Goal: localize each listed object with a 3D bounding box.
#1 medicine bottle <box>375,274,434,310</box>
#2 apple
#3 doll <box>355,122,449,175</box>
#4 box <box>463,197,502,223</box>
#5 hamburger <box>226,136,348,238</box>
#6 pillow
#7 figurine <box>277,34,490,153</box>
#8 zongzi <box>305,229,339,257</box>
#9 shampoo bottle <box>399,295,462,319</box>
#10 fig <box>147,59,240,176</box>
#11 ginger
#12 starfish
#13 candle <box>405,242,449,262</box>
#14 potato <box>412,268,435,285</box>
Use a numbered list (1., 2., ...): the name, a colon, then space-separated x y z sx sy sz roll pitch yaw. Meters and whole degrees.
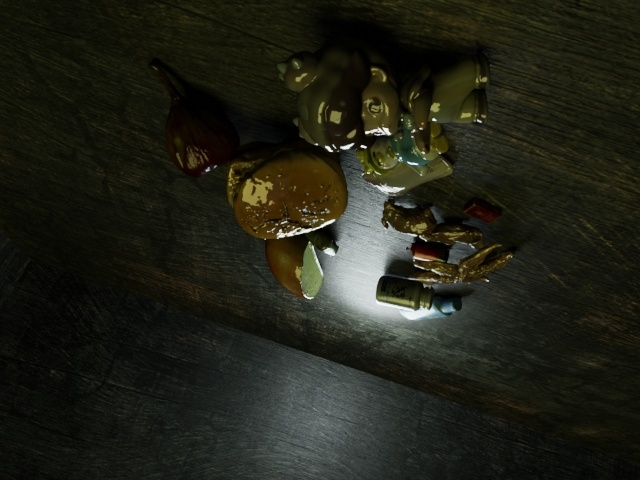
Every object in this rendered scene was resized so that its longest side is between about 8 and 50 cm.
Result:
1. medicine bottle: 0.299 0.190 1.876 0.192 0.107 0.107 9 153 20
2. apple: -0.091 0.091 1.936 0.179 0.254 0.346 -25 149 -3
3. doll: 0.178 -0.207 1.181 0.135 0.098 0.241 32 151 -33
4. box: 0.415 -0.076 1.360 0.082 0.023 0.051 24 153 -10
5. hamburger: -0.087 -0.134 1.361 0.305 0.174 0.284 -15 146 -3
6. pillow: 0.213 -0.166 1.304 0.131 0.038 0.233 31 150 -29
7. figurine: 0.119 -0.274 0.997 0.381 0.203 0.248 1 158 11
8. zongzi: 0.000 0.000 1.800 0.131 0.062 0.154 32 177 22
9. shampoo bottle: 0.414 0.251 1.971 0.104 0.061 0.258 32 152 -24
10. fig: -0.342 -0.281 1.314 0.290 0.190 0.191 35 151 -32
11. ginger: 0.308 -0.042 1.460 0.290 0.084 0.122 18 131 9
12. starfish: 0.411 0.086 1.559 0.303 0.060 0.299 -7 158 8
13. candle: 0.324 0.038 1.620 0.131 0.052 0.052 12 154 17
14. potato: 0.350 0.123 1.785 0.083 0.040 0.051 26 163 -9
